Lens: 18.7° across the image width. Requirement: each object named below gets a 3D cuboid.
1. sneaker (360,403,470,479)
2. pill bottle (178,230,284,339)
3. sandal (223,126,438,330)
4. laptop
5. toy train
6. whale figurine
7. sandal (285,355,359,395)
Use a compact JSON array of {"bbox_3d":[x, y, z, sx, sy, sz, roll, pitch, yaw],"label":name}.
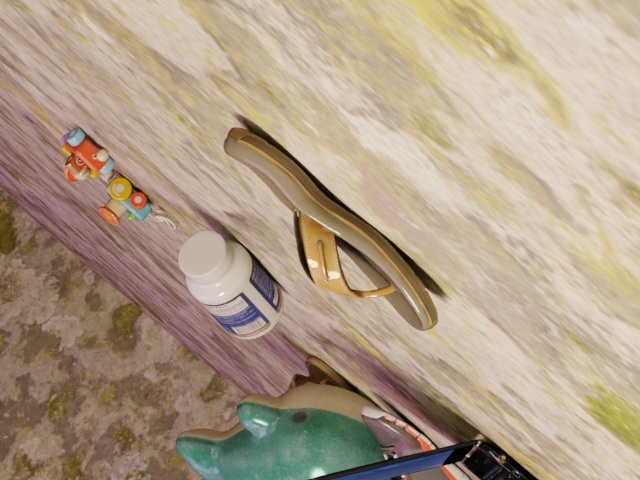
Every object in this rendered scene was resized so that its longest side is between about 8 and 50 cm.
[{"bbox_3d":[0.094,0.239,2.086,0.158,0.065,0.061,42,174,-17],"label":"sneaker"},{"bbox_3d":[-0.087,0.040,1.838,0.067,0.067,0.120,35,171,36],"label":"pill bottle"},{"bbox_3d":[0.000,0.000,1.242,0.180,0.049,0.072,42,173,-5],"label":"sandal"},{"bbox_3d":[0.128,0.264,1.786,0.264,0.136,0.234,40,173,7],"label":"laptop"},{"bbox_3d":[-0.230,-0.059,2.068,0.166,0.046,0.125,46,171,-33],"label":"toy train"},{"bbox_3d":[-0.040,0.262,2.220,0.272,0.141,0.216,-9,138,28],"label":"whale figurine"},{"bbox_3d":[-0.007,0.200,2.311,0.088,0.079,0.240,41,172,3],"label":"sandal"}]
